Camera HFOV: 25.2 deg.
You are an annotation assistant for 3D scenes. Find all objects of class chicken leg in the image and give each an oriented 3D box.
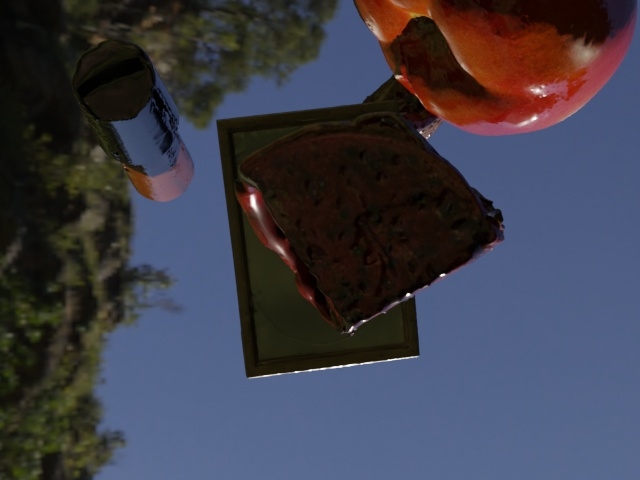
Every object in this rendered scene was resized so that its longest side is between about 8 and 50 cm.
[{"bbox_3d":[0.040,-0.083,1.594,0.322,0.177,0.083,-42,-77,19],"label":"chicken leg"}]

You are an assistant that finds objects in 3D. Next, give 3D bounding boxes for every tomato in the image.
[{"bbox_3d":[0.173,-0.257,1.388,0.226,0.298,0.298,-35,-118,-20],"label":"tomato"}]

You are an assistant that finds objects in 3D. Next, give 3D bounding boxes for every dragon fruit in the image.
[{"bbox_3d":[0.027,-0.013,0.893,0.127,0.161,0.120,-28,-95,-7],"label":"dragon fruit"}]

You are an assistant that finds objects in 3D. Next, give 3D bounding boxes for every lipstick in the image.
[{"bbox_3d":[-0.161,-0.096,1.305,0.077,0.418,0.077,0,-98,-1],"label":"lipstick"}]

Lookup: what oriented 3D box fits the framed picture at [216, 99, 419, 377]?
[{"bbox_3d":[0.000,0.000,1.081,0.136,0.010,0.201,-7,-77,-4],"label":"framed picture"}]
